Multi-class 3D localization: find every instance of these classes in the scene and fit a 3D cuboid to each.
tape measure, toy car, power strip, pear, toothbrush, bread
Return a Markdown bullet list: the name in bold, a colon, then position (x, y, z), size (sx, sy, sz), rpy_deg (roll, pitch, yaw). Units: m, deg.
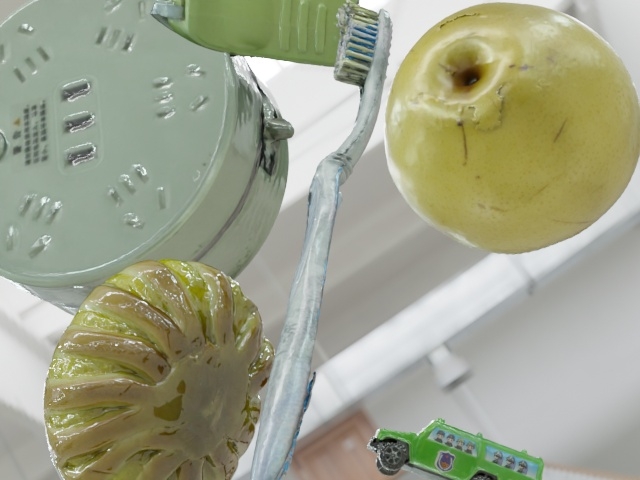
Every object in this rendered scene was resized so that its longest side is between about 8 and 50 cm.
- **tape measure**: position (-0.049, -0.204, 1.286), size (0.154, 0.177, 0.087), rpy_deg (-70, -12, -63)
- **toy car**: position (0.124, 0.204, 1.376), size (0.071, 0.165, 0.062), rpy_deg (93, -162, -75)
- **power strip**: position (-0.202, -0.093, 1.535), size (0.357, 0.357, 0.161), rpy_deg (-36, -27, 5)
- **pear**: position (0.254, -0.151, 2.013), size (0.348, 0.348, 0.348), rpy_deg (-29, -22, -13)
- **toothbrush**: position (0.000, 0.000, 0.927), size (0.042, 0.413, 0.035), rpy_deg (15, -38, -4)
- **bread**: position (-0.120, 0.118, 1.176), size (0.213, 0.104, 0.213), rpy_deg (-8, -77, -40)
